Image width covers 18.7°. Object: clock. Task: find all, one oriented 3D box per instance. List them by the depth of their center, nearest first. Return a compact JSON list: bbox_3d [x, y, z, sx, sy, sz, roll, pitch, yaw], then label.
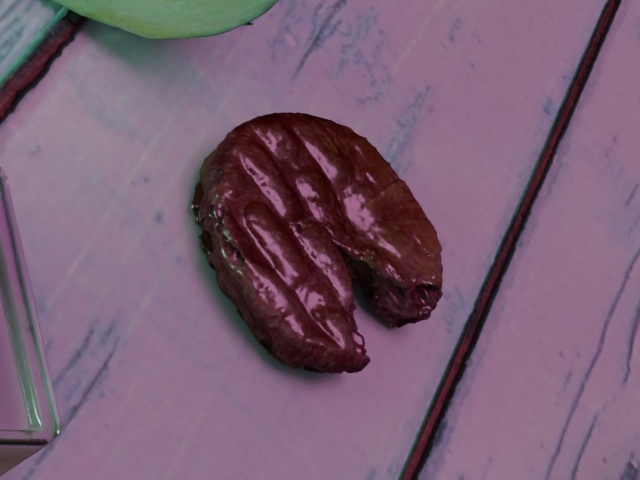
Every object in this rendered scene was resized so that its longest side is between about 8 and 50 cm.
[{"bbox_3d":[-0.244,0.042,1.141,0.147,0.071,0.192,6,58,-42],"label":"clock"}]

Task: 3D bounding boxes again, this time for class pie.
[{"bbox_3d":[0.000,0.000,1.435,0.218,0.054,0.204,-14,73,-47],"label":"pie"}]

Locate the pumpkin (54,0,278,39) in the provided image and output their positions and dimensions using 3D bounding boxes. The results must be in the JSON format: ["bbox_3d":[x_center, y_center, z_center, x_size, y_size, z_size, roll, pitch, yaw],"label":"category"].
[{"bbox_3d":[-0.114,-0.312,1.389,0.293,0.263,0.197,42,36,-18],"label":"pumpkin"}]
